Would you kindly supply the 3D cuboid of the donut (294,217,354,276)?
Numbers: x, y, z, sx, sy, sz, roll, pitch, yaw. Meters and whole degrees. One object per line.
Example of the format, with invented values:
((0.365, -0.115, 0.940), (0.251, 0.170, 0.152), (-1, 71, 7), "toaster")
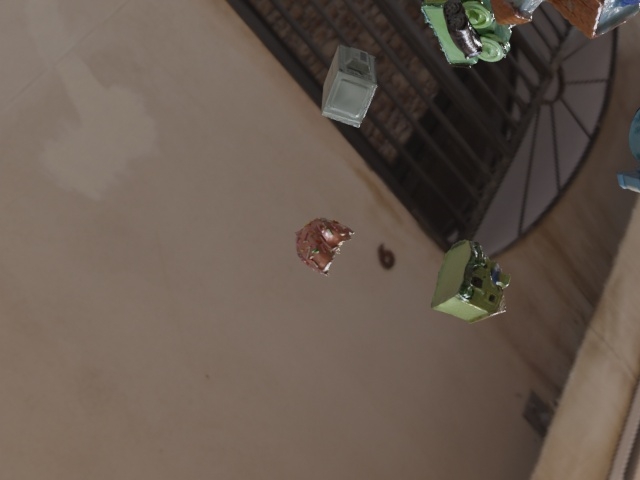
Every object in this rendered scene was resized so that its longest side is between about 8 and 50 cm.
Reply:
((0.000, 0.000, 1.749), (0.065, 0.117, 0.166), (-59, -178, 32), "donut")

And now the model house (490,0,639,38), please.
((0.474, -0.481, 1.392), (0.252, 0.295, 0.329), (-5, 138, -52), "model house")

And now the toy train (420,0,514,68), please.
((0.373, -0.552, 1.938), (0.188, 0.271, 0.159), (10, -113, 36), "toy train")

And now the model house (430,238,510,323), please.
((0.456, 0.121, 2.276), (0.195, 0.189, 0.214), (-42, -155, 59), "model house")

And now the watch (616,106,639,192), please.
((0.702, -0.194, 1.570), (0.211, 0.193, 0.211), (-1, -168, 0), "watch")

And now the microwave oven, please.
((0.084, -0.436, 2.216), (0.208, 0.123, 0.162), (-87, -163, -56), "microwave oven")

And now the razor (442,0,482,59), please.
((0.317, -0.471, 1.769), (0.054, 0.148, 0.090), (-18, -111, 21), "razor")
